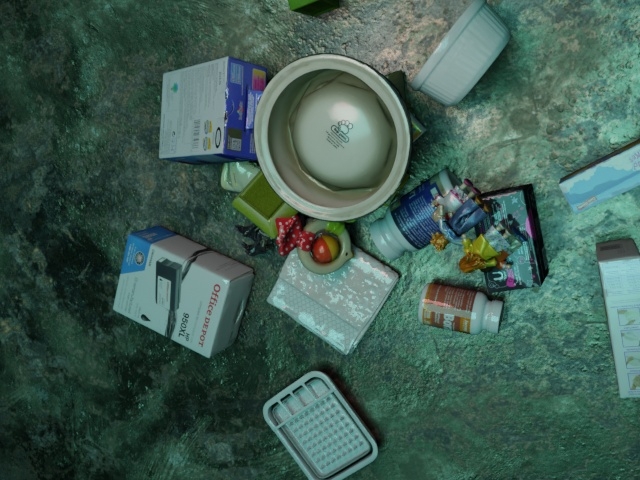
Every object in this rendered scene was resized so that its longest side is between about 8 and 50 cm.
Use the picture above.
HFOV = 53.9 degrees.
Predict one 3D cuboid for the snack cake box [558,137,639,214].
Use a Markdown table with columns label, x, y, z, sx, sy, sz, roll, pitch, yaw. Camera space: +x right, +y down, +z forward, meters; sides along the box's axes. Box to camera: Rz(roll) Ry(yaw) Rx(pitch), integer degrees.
| label | x | y | z | sx | sy | sz | roll | pitch | yaw |
| --- | --- | --- | --- | --- | --- | --- | --- | --- | --- |
| snack cake box | 0.717 | -0.167 | 1.509 | 0.264 | 0.152 | 0.089 | -29 | 88 | 24 |

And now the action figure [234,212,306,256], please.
| label | x | y | z | sx | sy | sz | roll | pitch | yaw |
| --- | --- | --- | --- | --- | --- | --- | --- | --- | --- |
| action figure | -0.141 | -0.064 | 1.891 | 0.276 | 0.141 | 0.164 | -36 | 53 | 29 |

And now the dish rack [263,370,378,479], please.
| label | x | y | z | sx | sy | sz | roll | pitch | yaw |
| --- | --- | --- | --- | --- | --- | --- | --- | --- | --- |
| dish rack | 0.005 | 0.590 | 1.997 | 0.285 | 0.072 | 0.332 | -39 | 84 | 23 |

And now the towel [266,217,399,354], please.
| label | x | y | z | sx | sy | sz | roll | pitch | yaw |
| --- | --- | --- | --- | --- | --- | --- | --- | --- | --- |
| towel | 0.028 | 0.144 | 1.914 | 0.332 | 0.053 | 0.317 | 33 | 111 | 13 |

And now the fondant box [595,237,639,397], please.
| label | x | y | z | sx | sy | sz | roll | pitch | yaw |
| --- | --- | --- | --- | --- | --- | --- | --- | --- | --- |
| fondant box | 0.740 | 0.179 | 1.518 | 0.096 | 0.238 | 0.330 | -10 | 96 | 24 |

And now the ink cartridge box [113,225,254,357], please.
| label | x | y | z | sx | sy | sz | roll | pitch | yaw |
| --- | --- | --- | --- | --- | --- | --- | --- | --- | --- |
| ink cartridge box | -0.448 | 0.161 | 2.053 | 0.395 | 0.166 | 0.285 | 22 | 108 | 17 |

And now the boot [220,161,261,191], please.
| label | x | y | z | sx | sy | sz | roll | pitch | yaw |
| --- | --- | --- | --- | --- | --- | --- | --- | --- | --- |
| boot | -0.215 | -0.239 | 1.929 | 0.165 | 0.077 | 0.213 | 17 | 111 | 19 |

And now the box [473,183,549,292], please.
| label | x | y | z | sx | sy | sz | roll | pitch | yaw |
| --- | --- | --- | --- | --- | --- | --- | --- | --- | --- |
| box | 0.489 | -0.008 | 1.630 | 0.142 | 0.163 | 0.247 | -9 | 96 | 28 |

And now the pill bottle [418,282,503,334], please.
| label | x | y | z | sx | sy | sz | roll | pitch | yaw |
| --- | --- | --- | --- | --- | --- | --- | --- | --- | --- |
| pill bottle | 0.387 | 0.192 | 1.733 | 0.216 | 0.121 | 0.121 | 9 | 103 | 22 |

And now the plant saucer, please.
| label | x | y | z | sx | sy | sz | roll | pitch | yaw |
| --- | --- | --- | --- | --- | --- | --- | --- | --- | --- |
| plant saucer | -0.144 | -0.132 | 1.821 | 0.188 | 0.045 | 0.188 | 38 | 83 | 24 |

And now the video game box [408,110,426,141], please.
| label | x | y | z | sx | sy | sz | roll | pitch | yaw |
| --- | --- | --- | --- | --- | --- | --- | --- | --- | --- |
| video game box | 0.137 | -0.283 | 1.634 | 0.187 | 0.048 | 0.205 | 47 | 119 | -1 |

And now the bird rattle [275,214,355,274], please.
| label | x | y | z | sx | sy | sz | roll | pitch | yaw |
| --- | --- | --- | --- | --- | --- | --- | --- | --- | --- |
| bird rattle | 0.000 | 0.000 | 1.768 | 0.143 | 0.254 | 0.206 | 4 | 120 | 57 |

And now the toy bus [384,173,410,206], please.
| label | x | y | z | sx | sy | sz | roll | pitch | yaw |
| --- | --- | --- | --- | --- | --- | --- | --- | --- | --- |
| toy bus | 0.148 | -0.191 | 1.767 | 0.191 | 0.104 | 0.202 | -5 | 114 | 32 |

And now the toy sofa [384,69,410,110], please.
| label | x | y | z | sx | sy | sz | roll | pitch | yaw |
| --- | --- | --- | --- | --- | --- | --- | --- | --- | --- |
| toy sofa | 0.056 | -0.356 | 1.751 | 0.363 | 0.150 | 0.177 | -3 | 108 | 23 |

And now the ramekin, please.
| label | x | y | z | sx | sy | sz | roll | pitch | yaw |
| --- | --- | --- | --- | --- | --- | --- | --- | --- | --- |
| ramekin | 0.352 | -0.455 | 1.556 | 0.127 | 0.273 | 0.273 | 37 | 112 | -1 |

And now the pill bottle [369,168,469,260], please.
| label | x | y | z | sx | sy | sz | roll | pitch | yaw |
| --- | --- | --- | --- | --- | --- | --- | --- | --- | --- |
| pill bottle | 0.274 | -0.063 | 1.715 | 0.265 | 0.153 | 0.153 | -35 | 86 | 24 |

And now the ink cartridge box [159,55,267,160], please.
| label | x | y | z | sx | sy | sz | roll | pitch | yaw |
| --- | --- | --- | --- | --- | --- | --- | --- | --- | --- |
| ink cartridge box | -0.295 | -0.361 | 1.805 | 0.396 | 0.151 | 0.269 | 4 | 91 | 46 |

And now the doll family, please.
| label | x | y | z | sx | sy | sz | roll | pitch | yaw |
| --- | --- | --- | --- | --- | --- | --- | --- | --- | --- |
| doll family | 0.359 | -0.016 | 1.533 | 0.263 | 0.118 | 0.163 | 49 | 118 | 11 |

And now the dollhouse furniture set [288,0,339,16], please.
| label | x | y | z | sx | sy | sz | roll | pitch | yaw |
| --- | --- | --- | --- | --- | --- | --- | --- | --- | --- |
| dollhouse furniture set | 0.056 | -0.748 | 1.676 | 0.302 | 0.151 | 0.197 | -12 | 95 | 24 |

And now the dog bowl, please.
| label | x | y | z | sx | sy | sz | roll | pitch | yaw |
| --- | --- | --- | --- | --- | --- | --- | --- | --- | --- |
| dog bowl | 0.045 | -0.259 | 1.569 | 0.408 | 0.150 | 0.407 | 8 | 111 | 21 |
